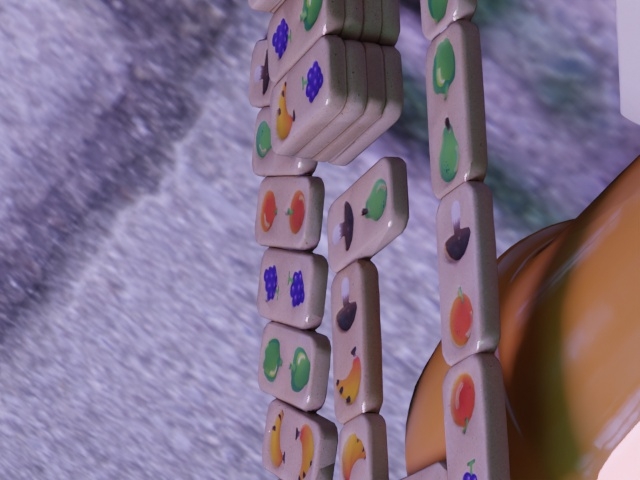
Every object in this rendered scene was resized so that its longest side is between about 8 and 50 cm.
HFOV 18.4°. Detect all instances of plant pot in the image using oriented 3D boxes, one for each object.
[{"bbox_3d":[0.155,0.036,0.657,0.205,0.205,0.188,33,131,9],"label":"plant pot"}]

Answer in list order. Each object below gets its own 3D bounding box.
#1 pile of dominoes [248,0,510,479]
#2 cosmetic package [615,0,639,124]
[{"bbox_3d":[0.000,0.000,0.721,0.040,0.251,0.196,6,159,-22],"label":"pile of dominoes"},{"bbox_3d":[0.240,-0.048,0.460,0.309,0.160,0.113,26,166,18],"label":"cosmetic package"}]
